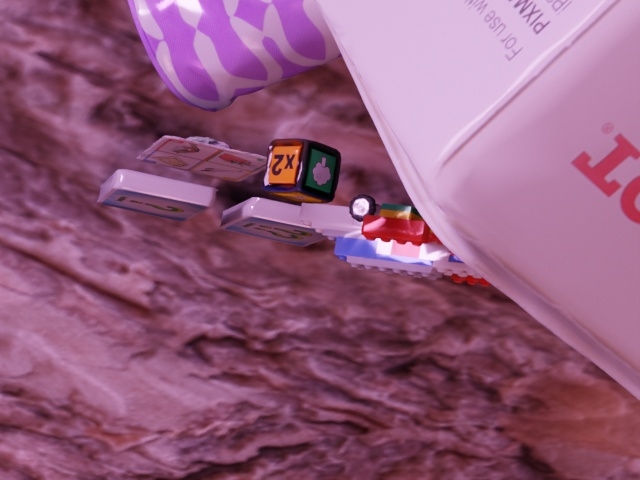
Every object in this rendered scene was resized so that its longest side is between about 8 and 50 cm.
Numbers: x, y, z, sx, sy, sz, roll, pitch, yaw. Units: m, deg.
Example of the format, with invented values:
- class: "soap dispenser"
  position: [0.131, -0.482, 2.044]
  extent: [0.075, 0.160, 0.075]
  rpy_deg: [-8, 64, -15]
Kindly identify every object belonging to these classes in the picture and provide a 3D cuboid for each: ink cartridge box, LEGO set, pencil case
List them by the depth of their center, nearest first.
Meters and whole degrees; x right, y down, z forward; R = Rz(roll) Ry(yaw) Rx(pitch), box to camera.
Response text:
- class: "ink cartridge box"
  position: [0.226, -0.114, 0.494]
  extent: [0.385, 0.160, 0.279]
  rpy_deg: [-43, 127, 14]
- class: "pencil case"
  position: [0.018, -0.126, 0.601]
  extent: [0.206, 0.086, 0.088]
  rpy_deg: [-22, 100, 17]
- class: "LEGO set"
  position: [0.000, 0.000, 0.663]
  extent: [0.183, 0.060, 0.244]
  rpy_deg: [12, 172, -15]
